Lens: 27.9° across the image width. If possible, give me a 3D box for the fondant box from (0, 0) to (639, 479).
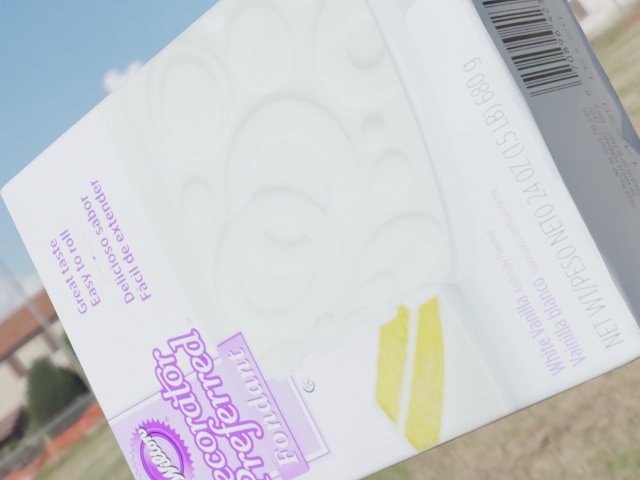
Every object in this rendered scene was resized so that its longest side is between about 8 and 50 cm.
[{"bbox_3d":[0.000,0.000,0.664,0.330,0.238,0.096,-32,-9,40],"label":"fondant box"}]
